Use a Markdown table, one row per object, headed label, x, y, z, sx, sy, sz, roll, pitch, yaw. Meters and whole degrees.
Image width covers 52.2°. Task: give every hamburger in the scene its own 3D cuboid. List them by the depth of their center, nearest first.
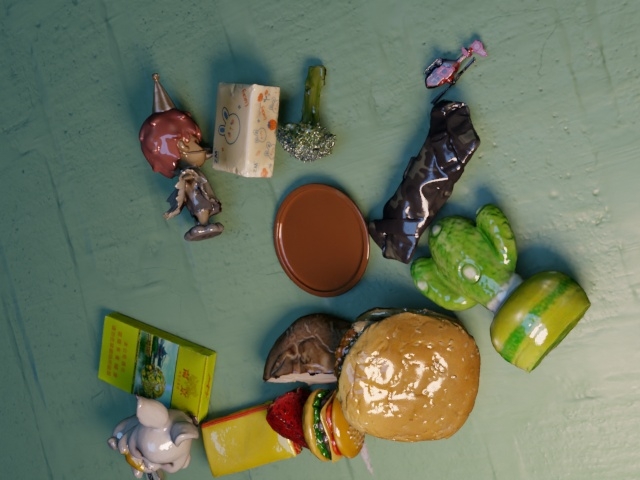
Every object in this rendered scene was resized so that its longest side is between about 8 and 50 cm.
| label | x | y | z | sx | sy | sz | roll | pitch | yaw |
| --- | --- | --- | --- | --- | --- | --- | --- | --- | --- |
| hamburger | 0.165 | 0.258 | 1.254 | 0.282 | 0.145 | 0.260 | 2 | 106 | -5 |
| hamburger | 0.030 | 0.391 | 1.395 | 0.115 | 0.162 | 0.162 | -13 | 91 | 24 |

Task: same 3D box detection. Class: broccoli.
| label | x | y | z | sx | sy | sz | roll | pitch | yaw |
| --- | --- | --- | --- | --- | --- | --- | --- | --- | --- |
| broccoli | -0.022 | -0.267 | 1.366 | 0.118 | 0.122 | 0.204 | 8 | 83 | -16 |

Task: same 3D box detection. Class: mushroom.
| label | x | y | z | sx | sy | sz | roll | pitch | yaw |
| --- | --- | --- | --- | --- | --- | --- | --- | --- | --- |
| mushroom | 0.005 | 0.234 | 1.414 | 0.285 | 0.156 | 0.151 | -7 | 67 | 24 |

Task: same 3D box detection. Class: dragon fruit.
| label | x | y | z | sx | sy | sz | roll | pitch | yaw |
| --- | --- | --- | --- | --- | --- | --- | --- | --- | --- |
| dragon fruit | -0.055 | 0.395 | 1.476 | 0.162 | 0.106 | 0.083 | 40 | 140 | -15 |

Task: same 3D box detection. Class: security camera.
| label | x | y | z | sx | sy | sz | roll | pitch | yaw |
| --- | --- | --- | --- | --- | --- | --- | --- | --- | --- |
| security camera | -0.434 | 0.642 | 1.726 | 0.058 | 0.058 | 0.092 | -40 | 71 | 25 |

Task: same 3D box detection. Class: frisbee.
| label | x | y | z | sx | sy | sz | roll | pitch | yaw |
| --- | --- | --- | --- | --- | --- | --- | --- | --- | --- |
| frisbee | 0.000 | 0.000 | 1.415 | 0.250 | 0.021 | 0.251 | 7 | 102 | 32 |

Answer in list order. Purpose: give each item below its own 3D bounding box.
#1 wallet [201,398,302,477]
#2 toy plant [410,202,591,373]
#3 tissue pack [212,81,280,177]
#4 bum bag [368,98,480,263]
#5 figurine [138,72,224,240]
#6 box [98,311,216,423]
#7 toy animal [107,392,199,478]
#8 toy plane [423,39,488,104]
| label | x | y | z | sx | sy | sz | roll | pitch | yaw |
| --- | --- | --- | --- | --- | --- | --- | --- | --- | --- |
| wallet | -0.168 | 0.469 | 1.562 | 0.241 | 0.067 | 0.141 | -22 | 82 | 23 |
| toy plant | 0.319 | 0.072 | 1.206 | 0.316 | 0.184 | 0.224 | 41 | 117 | 26 |
| tissue pack | -0.164 | -0.241 | 1.419 | 0.148 | 0.092 | 0.197 | 18 | 108 | 47 |
| bum bag | 0.203 | -0.107 | 1.267 | 0.144 | 0.095 | 0.341 | 50 | 119 | 45 |
| figurine | -0.319 | -0.190 | 1.502 | 0.207 | 0.166 | 0.387 | 144 | 110 | -71 |
| box | -0.424 | 0.322 | 1.675 | 0.334 | 0.047 | 0.187 | 16 | 104 | 23 |
| toy animal | -0.399 | 0.471 | 1.578 | 0.208 | 0.154 | 0.325 | 33 | 135 | 5 |
| toy plane | 0.250 | -0.329 | 1.250 | 0.145 | 0.037 | 0.060 | -40 | 83 | 27 |
